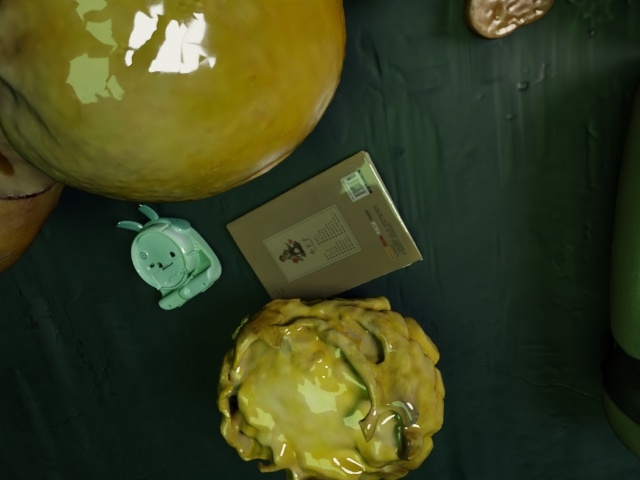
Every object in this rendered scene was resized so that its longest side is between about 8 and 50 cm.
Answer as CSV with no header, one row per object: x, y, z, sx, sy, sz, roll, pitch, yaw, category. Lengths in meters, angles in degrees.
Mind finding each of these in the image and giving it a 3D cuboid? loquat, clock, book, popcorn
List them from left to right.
-0.199,0.017,0.634,0.101,0.041,0.135,-33,98,27,clock
-0.118,-0.170,0.399,0.276,0.284,0.275,20,126,31,loquat
0.000,0.000,0.573,0.199,0.016,0.138,-25,101,25,book
0.008,0.170,0.544,0.250,0.190,0.250,11,119,21,popcorn

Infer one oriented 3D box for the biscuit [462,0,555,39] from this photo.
0.156,-0.311,0.356,0.186,0.044,0.295,20,118,-19,biscuit

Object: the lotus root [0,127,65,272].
-0.413,-0.105,0.517,0.316,0.316,0.250,46,127,-2,lotus root

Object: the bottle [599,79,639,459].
0.321,0.037,0.395,0.169,0.168,0.346,3,114,18,bottle
